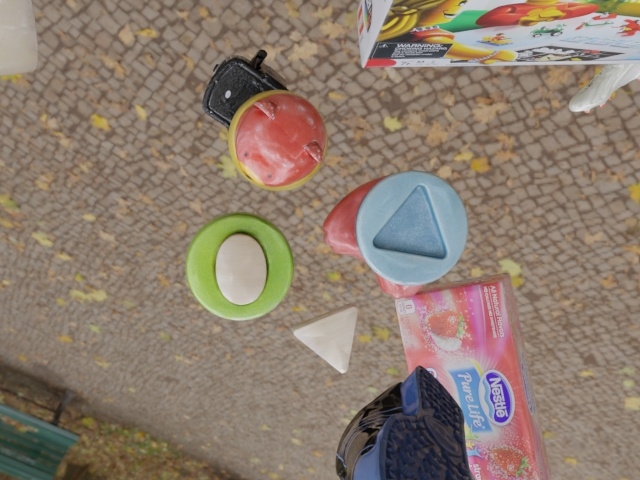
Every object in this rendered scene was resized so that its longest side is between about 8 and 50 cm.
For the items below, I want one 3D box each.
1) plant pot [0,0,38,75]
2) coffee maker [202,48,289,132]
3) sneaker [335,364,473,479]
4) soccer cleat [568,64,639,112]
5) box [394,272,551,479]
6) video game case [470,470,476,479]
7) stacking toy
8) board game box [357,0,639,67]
[{"bbox_3d":[-0.421,-0.285,0.622,0.284,0.191,0.284,40,142,41],"label":"plant pot"},{"bbox_3d":[-0.100,-0.209,1.013,0.120,0.178,0.171,-31,109,6],"label":"coffee maker"},{"bbox_3d":[0.051,0.166,0.462,0.081,0.232,0.090,46,104,8],"label":"sneaker"},{"bbox_3d":[0.588,-0.333,1.309,0.196,0.068,0.076,-31,119,8],"label":"soccer cleat"},{"bbox_3d":[0.218,0.207,0.909,0.154,0.300,0.142,-11,177,20],"label":"box"},{"bbox_3d":[0.184,0.330,0.682,0.025,0.204,0.285,-25,97,2],"label":"video game case"},{"bbox_3d":[0.000,0.000,0.733,0.309,0.280,0.130,30,180,-10],"label":"stacking toy"},{"bbox_3d":[0.189,-0.171,0.405,0.305,0.053,0.193,-3,172,-7],"label":"board game box"}]
